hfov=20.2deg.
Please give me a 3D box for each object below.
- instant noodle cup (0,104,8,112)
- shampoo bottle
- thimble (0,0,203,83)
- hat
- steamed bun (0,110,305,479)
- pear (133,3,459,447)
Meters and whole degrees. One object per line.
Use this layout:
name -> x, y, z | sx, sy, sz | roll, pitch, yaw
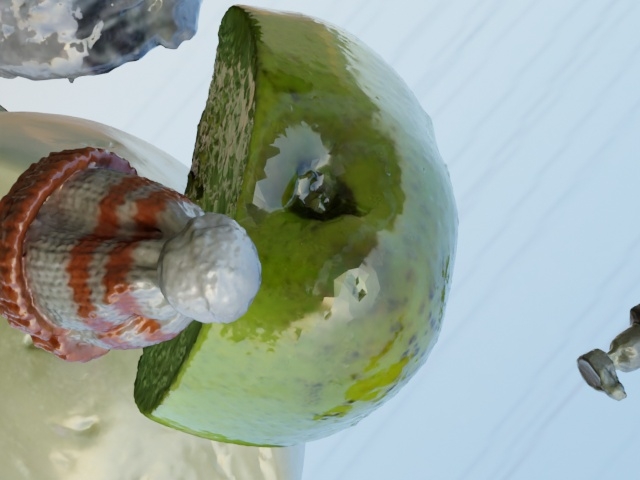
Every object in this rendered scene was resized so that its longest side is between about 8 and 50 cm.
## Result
instant noodle cup -> -0.381, -0.036, 1.802 | 0.185, 0.168, 0.168 | -46, -167, -29
shampoo bottle -> 0.302, 0.068, 1.469 | 0.208, 0.057, 0.063 | -26, -151, -20
thimble -> -0.186, -0.222, 1.246 | 0.217, 0.157, 0.245 | -27, -144, -20
hat -> -0.087, 0.012, 0.884 | 0.162, 0.094, 0.112 | 7, -86, 40
steamed bun -> -0.185, 0.076, 1.501 | 0.290, 0.456, 0.371 | -43, -172, 4
pear -> 0.000, 0.000, 1.082 | 0.292, 0.159, 0.292 | -167, -90, -79
